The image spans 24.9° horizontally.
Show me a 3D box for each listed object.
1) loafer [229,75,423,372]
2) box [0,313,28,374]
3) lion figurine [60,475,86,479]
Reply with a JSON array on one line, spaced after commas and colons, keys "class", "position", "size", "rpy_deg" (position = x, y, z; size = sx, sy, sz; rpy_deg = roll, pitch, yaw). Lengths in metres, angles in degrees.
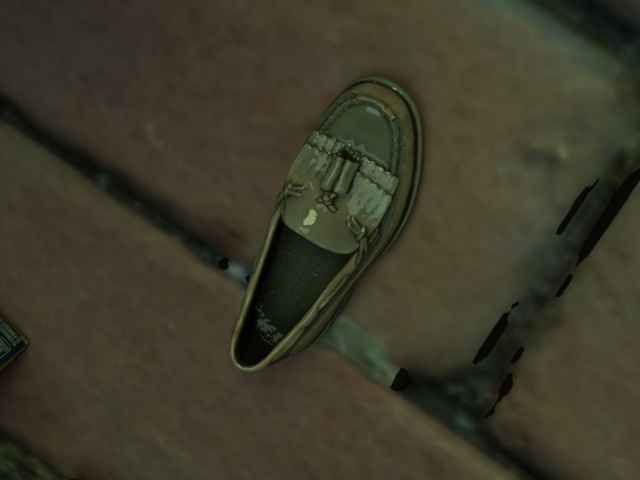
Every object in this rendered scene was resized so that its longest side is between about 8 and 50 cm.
[{"class": "loafer", "position": [0.000, 0.000, 0.519], "size": [0.045, 0.039, 0.125], "rpy_deg": [32, 127, 10]}, {"class": "box", "position": [-0.212, 0.011, 0.632], "size": [0.169, 0.054, 0.059], "rpy_deg": [46, 128, -2]}, {"class": "lion figurine", "position": [-0.141, 0.248, 0.600], "size": [0.240, 0.142, 0.392], "rpy_deg": [-57, 42, 13]}]
